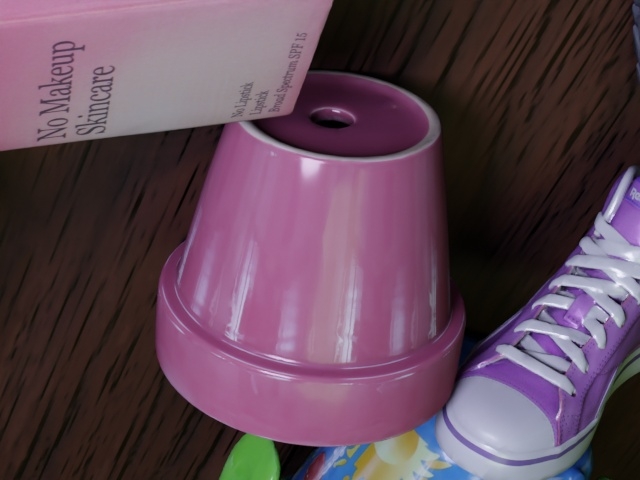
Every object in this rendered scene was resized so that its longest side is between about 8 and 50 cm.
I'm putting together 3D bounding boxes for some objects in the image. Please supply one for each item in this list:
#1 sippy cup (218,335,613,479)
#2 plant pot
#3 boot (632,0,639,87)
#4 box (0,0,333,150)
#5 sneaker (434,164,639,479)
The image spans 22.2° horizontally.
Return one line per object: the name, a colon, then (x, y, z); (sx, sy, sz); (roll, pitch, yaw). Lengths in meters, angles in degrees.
sippy cup: (0.087, 0.200, 1.244); (0.305, 0.240, 0.224); (-21, 145, -55)
plant pot: (0.000, 0.000, 1.024); (0.201, 0.201, 0.180); (0, 121, -13)
boot: (0.423, -0.210, 0.935); (0.445, 0.146, 0.367); (-11, 140, -9)
box: (-0.125, -0.134, 0.834); (0.232, 0.127, 0.148); (-9, 160, -14)
sneaker: (0.177, 0.037, 1.092); (0.282, 0.102, 0.161); (-38, 150, -44)
